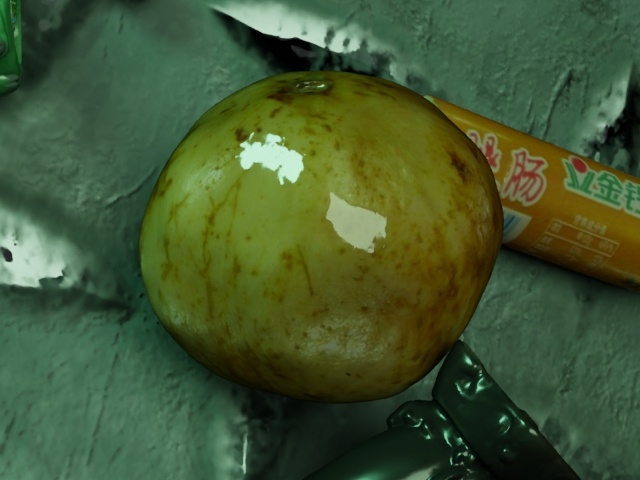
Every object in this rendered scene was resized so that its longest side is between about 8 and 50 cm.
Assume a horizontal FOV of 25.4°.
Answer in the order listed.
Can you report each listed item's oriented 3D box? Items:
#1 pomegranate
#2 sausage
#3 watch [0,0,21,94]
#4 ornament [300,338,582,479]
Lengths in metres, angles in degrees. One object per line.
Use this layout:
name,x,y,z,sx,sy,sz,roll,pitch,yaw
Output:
pomegranate,0.000,0.000,0.961,0.248,0.248,0.248,6,75,-25
sausage,0.200,-0.024,1.135,0.312,0.093,0.093,19,70,-21
watch,-0.273,-0.158,0.936,0.152,0.131,0.165,-3,83,-8
ornament,0.052,0.206,0.958,0.260,0.106,0.251,-37,140,6
